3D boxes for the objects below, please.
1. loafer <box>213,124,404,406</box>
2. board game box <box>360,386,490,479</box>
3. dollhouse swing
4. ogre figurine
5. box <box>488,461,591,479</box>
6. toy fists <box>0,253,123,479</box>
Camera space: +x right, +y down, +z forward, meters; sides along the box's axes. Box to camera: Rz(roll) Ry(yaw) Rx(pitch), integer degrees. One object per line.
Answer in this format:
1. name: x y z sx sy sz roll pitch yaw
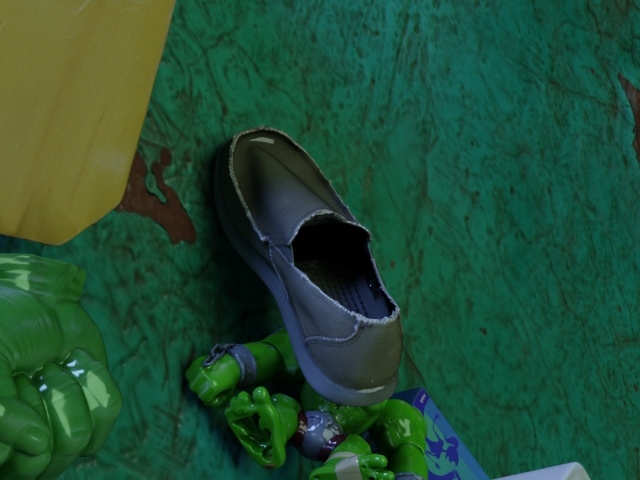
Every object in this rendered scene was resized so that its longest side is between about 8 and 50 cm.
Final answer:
1. loafer: 0.000 0.000 1.126 0.094 0.087 0.251 -9 51 -30
2. board game box: 0.092 0.245 1.222 0.210 0.047 0.160 54 41 -20
3. dollhouse swing: -0.266 -0.210 0.979 0.347 0.315 0.305 14 106 -46
4. ogre figurine: 0.004 0.128 1.134 0.118 0.197 0.096 -56 162 -57
5. box: 0.040 0.248 0.948 0.148 0.311 0.121 59 40 -12
6. toy fists: -0.230 0.072 0.884 0.279 0.096 0.142 13 66 -48
